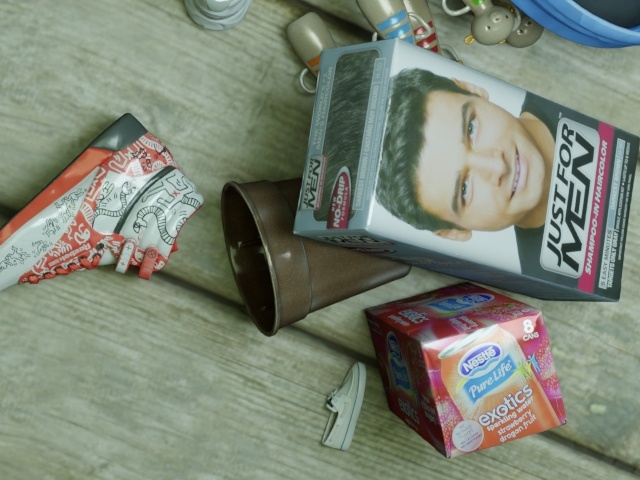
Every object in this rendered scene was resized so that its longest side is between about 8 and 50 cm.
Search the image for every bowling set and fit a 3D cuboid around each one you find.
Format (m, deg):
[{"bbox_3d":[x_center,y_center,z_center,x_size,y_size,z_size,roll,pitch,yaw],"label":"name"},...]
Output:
[{"bbox_3d":[0.116,-0.222,1.488,0.287,0.200,0.154,-30,99,-3],"label":"bowling set"}]

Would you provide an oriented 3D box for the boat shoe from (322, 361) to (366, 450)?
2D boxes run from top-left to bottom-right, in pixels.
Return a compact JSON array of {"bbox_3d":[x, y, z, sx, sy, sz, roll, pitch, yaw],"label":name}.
[{"bbox_3d":[0.024,0.180,1.568,0.035,0.035,0.100,13,97,-13],"label":"boat shoe"}]

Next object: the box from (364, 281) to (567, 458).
[{"bbox_3d":[0.143,0.126,1.472,0.128,0.257,0.122,-14,97,-9],"label":"box"}]

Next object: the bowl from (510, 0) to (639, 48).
[{"bbox_3d":[0.283,-0.382,1.485,0.391,0.077,0.391,10,72,-31],"label":"bowl"}]

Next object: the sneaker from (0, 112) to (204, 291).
[{"bbox_3d":[-0.246,0.007,1.484,0.270,0.090,0.145,-45,96,-8],"label":"sneaker"}]

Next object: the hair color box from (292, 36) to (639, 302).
[{"bbox_3d":[0.159,-0.059,1.445,0.374,0.113,0.185,15,80,-39],"label":"hair color box"}]

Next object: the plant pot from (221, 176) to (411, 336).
[{"bbox_3d":[0.000,0.000,1.497,0.165,0.167,0.167,-15,95,-16],"label":"plant pot"}]

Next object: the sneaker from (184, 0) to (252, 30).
[{"bbox_3d":[-0.075,-0.334,1.484,0.090,0.115,0.232,13,90,-10],"label":"sneaker"}]
